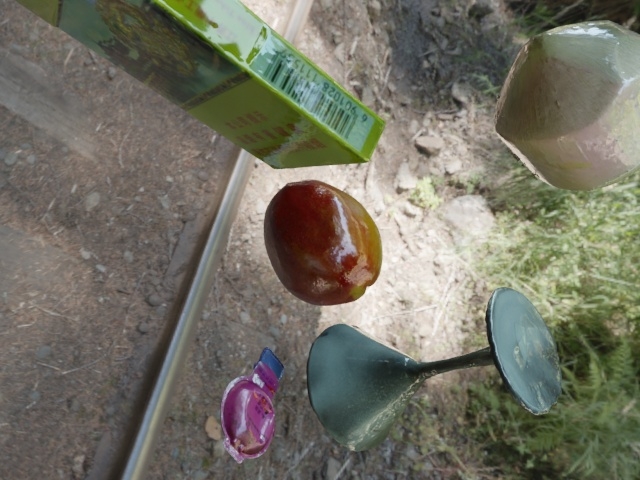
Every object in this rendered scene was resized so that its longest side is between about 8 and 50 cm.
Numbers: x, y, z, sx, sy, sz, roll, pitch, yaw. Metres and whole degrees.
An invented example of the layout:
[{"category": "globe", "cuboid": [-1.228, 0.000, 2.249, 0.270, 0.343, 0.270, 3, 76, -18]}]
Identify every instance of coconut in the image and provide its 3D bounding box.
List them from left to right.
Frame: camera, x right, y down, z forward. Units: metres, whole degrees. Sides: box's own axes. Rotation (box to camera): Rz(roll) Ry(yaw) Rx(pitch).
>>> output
[{"category": "coconut", "cuboid": [0.274, -0.150, 0.527, 0.182, 0.170, 0.171, 37, 56, -21]}]

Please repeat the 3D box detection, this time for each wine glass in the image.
[{"category": "wine glass", "cuboid": [0.195, 0.239, 0.886, 0.267, 0.406, 0.268, 20, 58, -35]}]

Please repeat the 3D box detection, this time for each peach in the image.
[{"category": "peach", "cuboid": [0.000, 0.000, 1.208, 0.333, 0.307, 0.308, 55, 47, -13]}]

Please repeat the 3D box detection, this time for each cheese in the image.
[{"category": "cheese", "cuboid": [-0.131, 0.321, 0.960, 0.155, 0.062, 0.244, 56, 30, -22]}]

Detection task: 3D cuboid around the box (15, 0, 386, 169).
[{"category": "box", "cuboid": [-0.122, -0.164, 0.394, 0.334, 0.187, 0.047, 32, 80, -29]}]
